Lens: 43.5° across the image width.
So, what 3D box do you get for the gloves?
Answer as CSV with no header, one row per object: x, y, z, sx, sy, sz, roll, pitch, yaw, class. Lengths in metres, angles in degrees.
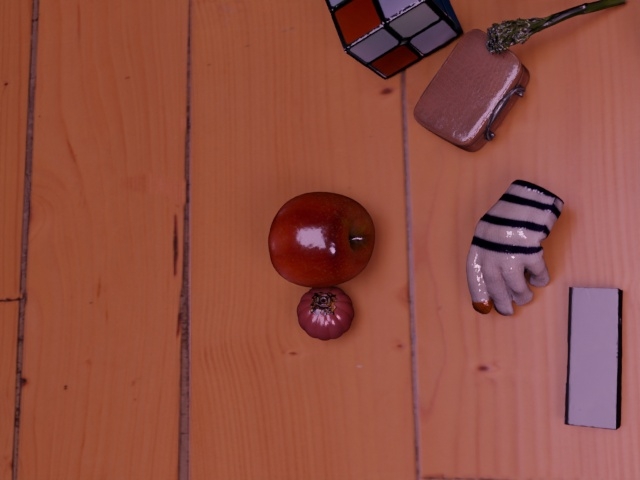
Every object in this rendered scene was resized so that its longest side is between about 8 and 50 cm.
0.307,0.018,1.318,0.140,0.131,0.218,29,88,32,gloves

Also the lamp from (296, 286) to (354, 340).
0.009,0.134,1.486,0.108,0.092,0.107,-2,54,3,lamp

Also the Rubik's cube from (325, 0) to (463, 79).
0.127,-0.425,1.454,0.180,0.183,0.167,-26,70,22,Rubik's cube

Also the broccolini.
0.390,-0.370,1.336,0.239,0.054,0.051,-19,105,4,broccolini

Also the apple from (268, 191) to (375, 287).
0.000,0.000,1.460,0.168,0.181,0.180,3,84,38,apple

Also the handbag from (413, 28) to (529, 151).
0.269,-0.256,1.411,0.151,0.072,0.193,43,102,27,handbag

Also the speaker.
0.431,0.183,1.266,0.082,0.044,0.218,-1,81,30,speaker
